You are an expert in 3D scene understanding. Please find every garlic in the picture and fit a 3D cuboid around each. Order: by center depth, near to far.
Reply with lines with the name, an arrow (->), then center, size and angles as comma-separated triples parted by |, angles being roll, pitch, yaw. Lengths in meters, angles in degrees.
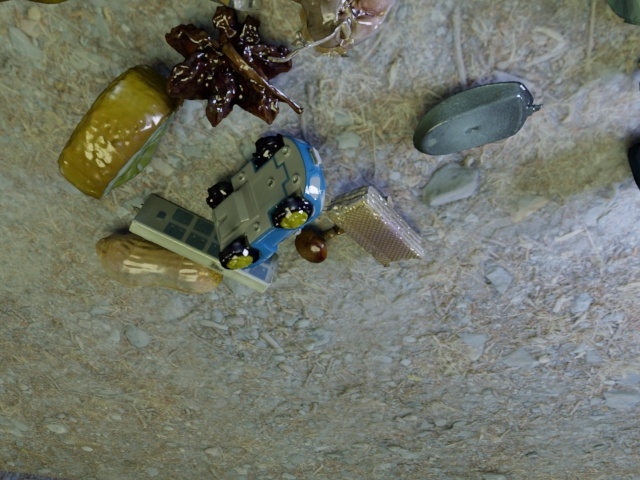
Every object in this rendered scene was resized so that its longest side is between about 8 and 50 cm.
garlic -> 0.004, -0.329, 0.697 | 0.207, 0.256, 0.207 | 25, 171, 4

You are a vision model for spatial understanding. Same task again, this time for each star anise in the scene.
star anise -> -0.148, -0.295, 0.769 | 0.220, 0.190, 0.126 | -11, 166, -14

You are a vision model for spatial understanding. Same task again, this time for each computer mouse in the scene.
computer mouse -> 0.272, -0.223, 0.830 | 0.229, 0.068, 0.113 | -16, 145, 7

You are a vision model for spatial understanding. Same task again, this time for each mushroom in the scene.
mushroom -> -0.006, 0.003, 1.060 | 0.130, 0.073, 0.088 | -32, 89, 27

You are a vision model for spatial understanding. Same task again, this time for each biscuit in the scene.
biscuit -> 0.121, -0.025, 0.989 | 0.108, 0.061, 0.239 | -17, 138, 36

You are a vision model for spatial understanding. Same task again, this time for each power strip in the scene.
power strip -> -0.267, 0.006, 1.077 | 0.367, 0.106, 0.043 | 27, 131, -15

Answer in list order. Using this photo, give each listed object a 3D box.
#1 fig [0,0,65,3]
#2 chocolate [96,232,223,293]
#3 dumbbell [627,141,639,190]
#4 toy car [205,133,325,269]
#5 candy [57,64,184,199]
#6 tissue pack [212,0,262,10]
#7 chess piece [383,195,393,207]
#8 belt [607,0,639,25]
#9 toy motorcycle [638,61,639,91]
fig -> -0.435, -0.480, 0.566 | 0.344, 0.343, 0.343 | 4, 131, 5
chocolate -> -0.385, 0.057, 1.124 | 0.309, 0.134, 0.134 | 12, 131, -2
dumbbell -> 0.708, -0.161, 0.766 | 0.325, 0.160, 0.144 | -26, 91, 25
toy car -> -0.098, -0.070, 0.949 | 0.314, 0.198, 0.166 | -37, 150, 28
candy -> -0.350, -0.189, 0.826 | 0.118, 0.259, 0.260 | 36, 126, -19
tissue pack -> -0.150, -0.413, 0.688 | 0.148, 0.060, 0.108 | 35, 139, 34
chess piece -> 0.109, -0.069, 1.007 | 0.092, 0.035, 0.035 | -14, 127, 24
belt -> 0.513, -0.390, 0.597 | 0.207, 0.150, 0.257 | 36, 126, -10
toy motorcycle -> 0.612, -0.292, 0.700 | 0.229, 0.129, 0.094 | -16, 148, 37
